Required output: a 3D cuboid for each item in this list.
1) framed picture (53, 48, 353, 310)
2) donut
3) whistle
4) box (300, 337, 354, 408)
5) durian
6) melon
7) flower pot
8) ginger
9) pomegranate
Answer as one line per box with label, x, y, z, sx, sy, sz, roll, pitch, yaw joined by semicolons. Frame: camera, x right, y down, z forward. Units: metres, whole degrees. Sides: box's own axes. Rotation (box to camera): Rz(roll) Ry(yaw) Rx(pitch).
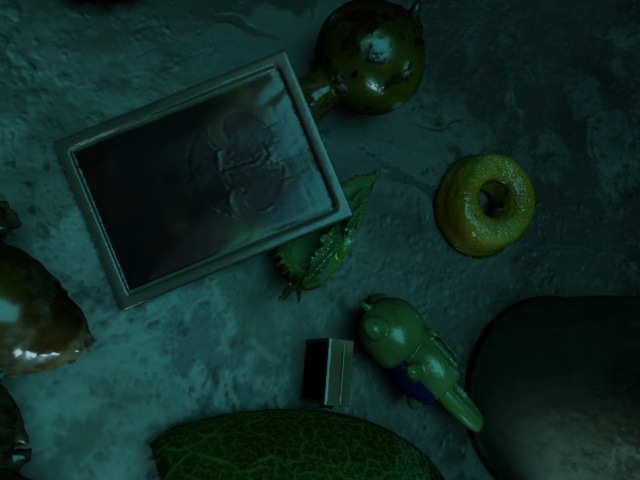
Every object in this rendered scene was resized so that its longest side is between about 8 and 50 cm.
framed picture;-0.134;-0.071;0.833;0.289;0.020;0.211;-22;90;-2
donut;0.234;-0.052;1.003;0.151;0.058;0.152;4;78;-21
whistle;0.126;0.156;0.911;0.085;0.105;0.227;-39;98;19
box;0.007;0.161;0.870;0.035;0.079;0.083;10;77;-20
durian;0.000;0.000;0.880;0.086;0.100;0.215;38;64;-8
melon;0.015;0.335;0.802;0.343;0.226;0.331;-15;45;-21
flower pot;0.383;0.203;0.875;0.293;0.330;0.294;3;81;-19
ginger;-0.347;0.136;0.689;0.256;0.176;0.376;4;69;-1
pomegranate;0.032;-0.224;0.904;0.220;0.156;0.156;-14;87;-13
